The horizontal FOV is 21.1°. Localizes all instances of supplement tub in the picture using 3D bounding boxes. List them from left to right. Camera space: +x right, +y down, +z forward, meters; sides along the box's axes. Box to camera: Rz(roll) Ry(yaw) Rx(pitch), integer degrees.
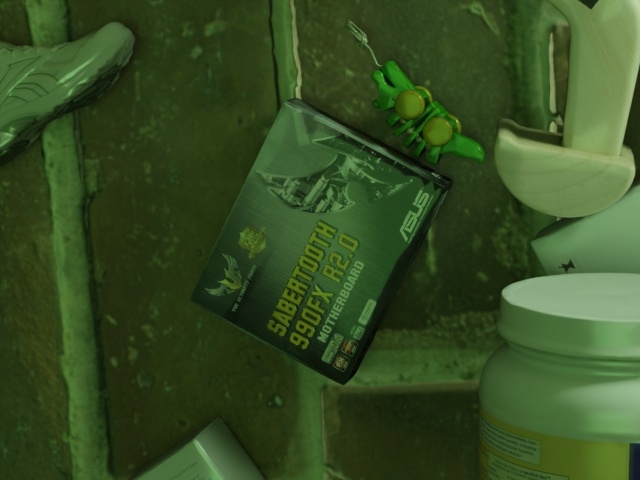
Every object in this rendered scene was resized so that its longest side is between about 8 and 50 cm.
[{"bbox_3d":[0.255,0.208,1.487,0.241,0.241,0.331,2,101,14],"label":"supplement tub"}]

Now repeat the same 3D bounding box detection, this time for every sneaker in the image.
[{"bbox_3d":[-0.297,-0.168,1.741,0.232,0.090,0.115,-32,87,16],"label":"sneaker"}]

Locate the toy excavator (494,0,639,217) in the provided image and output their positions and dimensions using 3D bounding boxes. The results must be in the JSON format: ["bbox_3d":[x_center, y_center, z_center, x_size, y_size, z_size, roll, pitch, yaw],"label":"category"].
[{"bbox_3d":[0.182,-0.294,1.503,0.445,0.222,0.433,35,109,-3],"label":"toy excavator"}]

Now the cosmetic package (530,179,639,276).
[{"bbox_3d":[0.410,0.098,1.600,0.284,0.097,0.377,-27,92,15],"label":"cosmetic package"}]

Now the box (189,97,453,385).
[{"bbox_3d":[0.000,0.000,1.708,0.183,0.056,0.231,29,105,7],"label":"box"}]

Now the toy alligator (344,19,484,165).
[{"bbox_3d":[0.078,-0.131,1.666,0.190,0.056,0.051,44,107,4],"label":"toy alligator"}]

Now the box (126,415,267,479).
[{"bbox_3d":[-0.115,0.292,1.768,0.130,0.091,0.170,-35,90,17],"label":"box"}]
